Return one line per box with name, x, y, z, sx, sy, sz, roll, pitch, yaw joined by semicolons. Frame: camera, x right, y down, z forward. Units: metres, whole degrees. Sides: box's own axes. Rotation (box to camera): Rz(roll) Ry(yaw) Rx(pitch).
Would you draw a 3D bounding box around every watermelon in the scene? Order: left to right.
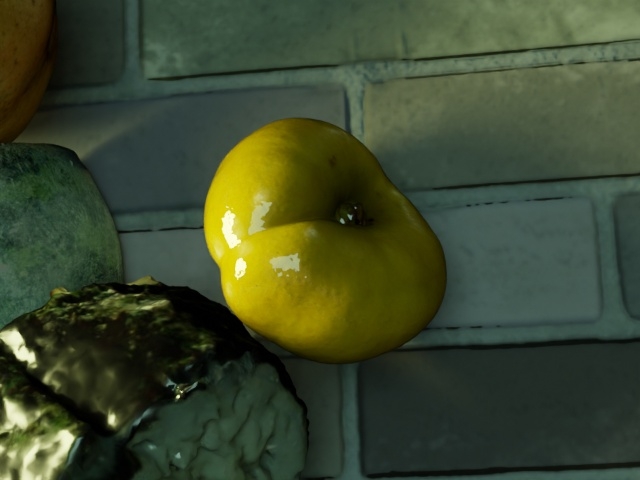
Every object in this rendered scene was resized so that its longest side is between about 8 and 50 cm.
watermelon;-0.274;0.075;0.978;0.322;0.175;0.188;-41;75;1

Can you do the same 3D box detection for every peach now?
peach;0.000;0.000;0.956;0.179;0.179;0.103;53;128;14

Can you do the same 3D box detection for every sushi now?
sushi;-0.165;0.185;0.924;0.171;0.211;0.350;32;86;39

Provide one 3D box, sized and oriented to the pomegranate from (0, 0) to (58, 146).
pomegranate;-0.307;-0.162;0.991;0.260;0.260;0.260;-2;79;9
